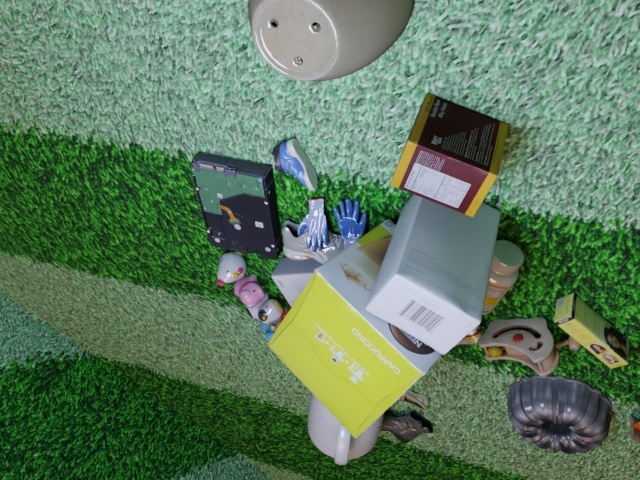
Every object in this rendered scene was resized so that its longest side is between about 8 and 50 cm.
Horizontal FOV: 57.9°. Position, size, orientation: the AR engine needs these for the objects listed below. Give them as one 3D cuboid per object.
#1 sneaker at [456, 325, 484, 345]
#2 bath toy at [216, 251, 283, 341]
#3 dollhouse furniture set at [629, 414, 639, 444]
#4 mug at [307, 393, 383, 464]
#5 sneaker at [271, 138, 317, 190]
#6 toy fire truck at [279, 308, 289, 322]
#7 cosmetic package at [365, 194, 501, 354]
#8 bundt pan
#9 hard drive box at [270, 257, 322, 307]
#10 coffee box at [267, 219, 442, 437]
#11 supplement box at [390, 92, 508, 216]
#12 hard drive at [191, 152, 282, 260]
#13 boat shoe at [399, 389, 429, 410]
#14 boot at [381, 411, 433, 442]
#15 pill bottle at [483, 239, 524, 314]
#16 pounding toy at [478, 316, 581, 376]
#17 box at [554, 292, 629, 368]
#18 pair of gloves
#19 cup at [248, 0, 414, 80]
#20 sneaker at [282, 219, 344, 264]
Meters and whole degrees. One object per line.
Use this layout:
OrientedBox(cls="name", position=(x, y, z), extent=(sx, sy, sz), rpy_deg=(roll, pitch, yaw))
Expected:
OrientedBox(cls="sneaker", position=(0.418, 0.279, 1.786), extent=(0.186, 0.070, 0.083), rpy_deg=(-27, 92, 50))
OrientedBox(cls="bath toy", position=(-0.236, 0.191, 1.969), extent=(0.152, 0.129, 0.348), rpy_deg=(-9, 128, 34))
OrientedBox(cls="dollhouse furniture set", position=(1.090, 0.571, 1.687), extent=(0.259, 0.135, 0.262), rpy_deg=(27, 139, -1))
OrientedBox(cls="mug", position=(0.095, 0.612, 2.061), extent=(0.277, 0.374, 0.327), rpy_deg=(9, 128, 3))
OrientedBox(cls="sneaker", position=(-0.073, -0.192, 1.533), extent=(0.085, 0.058, 0.152), rpy_deg=(-14, 122, 29))
OrientedBox(cls="toy fire truck", position=(-0.015, 0.235, 1.759), extent=(0.192, 0.135, 0.047), rpy_deg=(29, 139, -4))
OrientedBox(cls="cosmetic package", position=(0.274, 0.039, 1.353), extent=(0.217, 0.385, 0.156), rpy_deg=(31, 135, -2))
OrientedBox(cls="bundt pan", position=(0.765, 0.580, 1.873), extent=(0.331, 0.124, 0.330), rpy_deg=(15, 138, 14))
OrientedBox(cls="hard drive box", position=(-0.010, 0.137, 1.827), extent=(0.232, 0.089, 0.181), rpy_deg=(-6, 130, 31))
OrientedBox(cls="coffee box", position=(0.132, 0.220, 1.481), extent=(0.338, 0.334, 0.338), rpy_deg=(44, 132, 13))
OrientedBox(cls="supplement box", position=(0.280, -0.188, 1.258), extent=(0.194, 0.191, 0.129), rpy_deg=(22, 139, 4))
OrientedBox(cls="hard drive", position=(-0.242, -0.096, 1.720), extent=(0.237, 0.064, 0.338), rpy_deg=(12, 138, 16))
OrientedBox(cls="boat shoe", position=(0.328, 0.590, 2.162), extent=(0.153, 0.048, 0.056), rpy_deg=(19, 139, 8))
OrientedBox(cls="boot", position=(0.312, 0.705, 2.283), extent=(0.247, 0.083, 0.161), rpy_deg=(32, 132, -15))
OrientedBox(cls="pill bottle", position=(0.449, 0.096, 1.528), extent=(0.118, 0.117, 0.208), rpy_deg=(22, 140, 4))
OrientedBox(cls="pounding toy", position=(0.608, 0.326, 1.660), extent=(0.270, 0.154, 0.154), rpy_deg=(-8, 129, 34))
OrientedBox(cls="box", position=(0.737, 0.246, 1.565), extent=(0.232, 0.087, 0.058), rpy_deg=(36, 141, -13))
OrientedBox(cls="pair of gloves", position=(0.031, -0.040, 1.611), extent=(0.199, 0.023, 0.159), rpy_deg=(3, 103, 14))
OrientedBox(cls="cup", position=(-0.007, -0.440, 1.107), extent=(0.332, 0.236, 0.330), rpy_deg=(14, 137, 13))
OrientedBox(cls="sneaker", position=(0.000, 0.000, 1.677), extent=(0.263, 0.099, 0.121), rpy_deg=(4, 130, 22))
